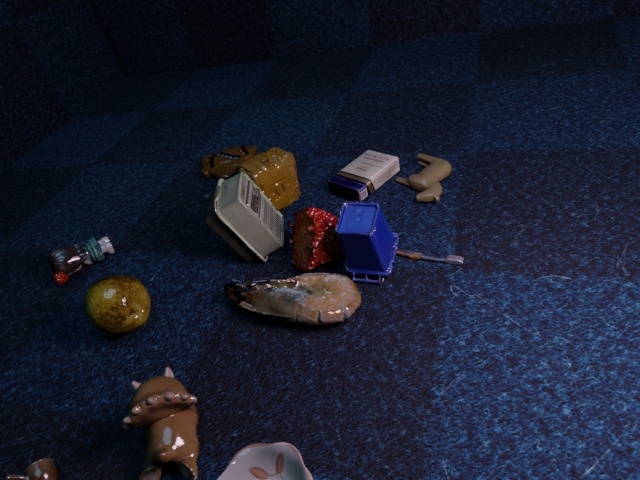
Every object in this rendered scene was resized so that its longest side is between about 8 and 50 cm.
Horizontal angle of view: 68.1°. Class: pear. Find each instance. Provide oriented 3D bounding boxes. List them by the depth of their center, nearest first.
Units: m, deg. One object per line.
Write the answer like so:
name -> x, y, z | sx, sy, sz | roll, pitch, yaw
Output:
pear -> -0.640, 0.211, 1.509 | 0.197, 0.197, 0.197 | -10, 39, 8

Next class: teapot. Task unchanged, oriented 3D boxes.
teapot -> -0.711, 0.587, 1.162 | 0.080, 0.110, 0.085 | 44, 110, 33

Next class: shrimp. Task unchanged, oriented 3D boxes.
shrimp -> -0.093, 0.162, 1.454 | 0.445, 0.110, 0.221 | 3, 37, 17

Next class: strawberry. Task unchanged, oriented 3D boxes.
strawberry -> 0.000, 0.000, 1.581 | 0.178, 0.234, 0.234 | 4, 32, -24

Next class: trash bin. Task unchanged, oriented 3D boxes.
trash bin -> 0.137, 0.005, 1.441 | 0.162, 0.234, 0.184 | 3, 58, 22

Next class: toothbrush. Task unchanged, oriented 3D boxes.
toothbrush -> 0.293, 0.045, 1.517 | 0.321, 0.023, 0.031 | 7, 37, 25

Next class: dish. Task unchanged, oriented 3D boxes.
dish -> -0.118, 0.551, 1.011 | 0.229, 0.081, 0.229 | -11, 35, 8

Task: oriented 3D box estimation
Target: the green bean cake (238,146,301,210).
green bean cake -> -0.193, -0.220, 1.844 | 0.224, 0.230, 0.131 | -36, 44, -29

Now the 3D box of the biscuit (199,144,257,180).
biscuit -> -0.438, -0.390, 2.272 | 0.301, 0.043, 0.278 | -35, 43, -22

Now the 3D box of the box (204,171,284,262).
box -> -0.261, -0.076, 1.646 | 0.166, 0.290, 0.221 | -29, 36, 17

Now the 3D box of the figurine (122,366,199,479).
figurine -> -0.389, 0.441, 1.160 | 0.177, 0.173, 0.247 | -11, 39, 6

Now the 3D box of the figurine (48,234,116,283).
figurine -> -0.935, 0.063, 1.858 | 0.245, 0.110, 0.138 | -26, 57, -22

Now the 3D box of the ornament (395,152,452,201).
ornament -> 0.399, -0.230, 1.778 | 0.230, 0.061, 0.245 | -37, 40, -21

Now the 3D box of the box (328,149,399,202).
box -> 0.174, -0.258, 1.881 | 0.168, 0.071, 0.259 | 25, 54, 39

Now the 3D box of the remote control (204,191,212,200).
remote control -> -0.449, -0.168, 2.026 | 0.043, 0.027, 0.152 | -37, 41, -18
